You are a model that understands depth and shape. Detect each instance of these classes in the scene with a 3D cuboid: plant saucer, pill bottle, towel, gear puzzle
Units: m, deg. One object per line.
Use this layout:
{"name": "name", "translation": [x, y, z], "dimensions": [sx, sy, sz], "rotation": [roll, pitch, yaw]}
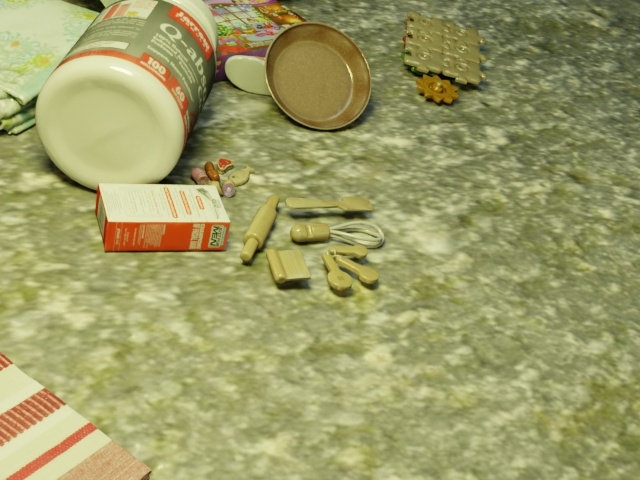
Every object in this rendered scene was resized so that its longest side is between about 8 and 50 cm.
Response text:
{"name": "plant saucer", "translation": [-0.008, -0.282, 1.793], "dimensions": [0.198, 0.036, 0.199], "rotation": [5, 76, -20]}
{"name": "pill bottle", "translation": [-0.272, -0.244, 1.548], "dimensions": [0.210, 0.210, 0.363], "rotation": [15, 34, -2]}
{"name": "towel", "translation": [-0.365, 0.212, 1.022], "dimensions": [0.329, 0.037, 0.237], "rotation": [31, 39, 24]}
{"name": "towel", "translation": [-0.524, -0.320, 1.660], "dimensions": [0.320, 0.090, 0.374], "rotation": [23, 35, 9]}
{"name": "gear puzzle", "translation": [0.245, -0.355, 2.074], "dimensions": [0.175, 0.044, 0.339], "rotation": [15, 37, -4]}

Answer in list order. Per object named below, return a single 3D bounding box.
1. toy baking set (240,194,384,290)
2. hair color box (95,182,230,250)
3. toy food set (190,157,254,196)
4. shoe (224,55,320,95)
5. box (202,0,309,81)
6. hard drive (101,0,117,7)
{"name": "toy baking set", "translation": [-0.007, -0.002, 1.479], "dimensions": [0.196, 0.030, 0.256], "rotation": [18, 34, -3]}
{"name": "hair color box", "translation": [-0.217, -0.032, 1.410], "dimensions": [0.167, 0.053, 0.093], "rotation": [-1, 36, -21]}
{"name": "toy food set", "translation": [-0.155, -0.098, 1.558], "dimensions": [0.078, 0.019, 0.122], "rotation": [22, 35, 8]}
{"name": "shoe", "translation": [-0.085, -0.300, 1.840], "dimensions": [0.178, 0.063, 0.081], "rotation": [13, 33, -14]}
{"name": "box", "translation": [-0.154, -0.385, 1.930], "dimensions": [0.293, 0.057, 0.201], "rotation": [-19, 47, -40]}
{"name": "hard drive", "translation": [-0.433, -0.519, 1.863], "dimensions": [0.047, 0.233, 0.353], "rotation": [-35, 53, -3]}
